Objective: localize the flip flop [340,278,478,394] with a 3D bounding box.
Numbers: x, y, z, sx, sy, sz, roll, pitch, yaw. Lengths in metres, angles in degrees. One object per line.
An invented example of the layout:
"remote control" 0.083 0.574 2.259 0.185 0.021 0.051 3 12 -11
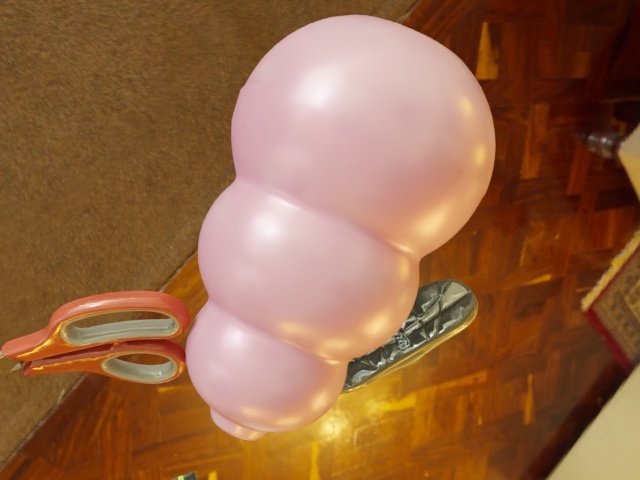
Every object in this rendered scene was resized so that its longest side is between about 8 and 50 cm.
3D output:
"flip flop" 0.100 0.147 0.947 0.277 0.112 0.080 -28 142 5

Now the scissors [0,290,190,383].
"scissors" -0.247 0.087 0.510 0.298 0.021 0.109 -4 137 -1

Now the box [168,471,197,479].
"box" -0.192 0.372 0.897 0.062 0.083 0.052 -14 156 -22

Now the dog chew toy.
"dog chew toy" 0.000 0.000 0.519 0.207 0.207 0.331 23 91 -35
